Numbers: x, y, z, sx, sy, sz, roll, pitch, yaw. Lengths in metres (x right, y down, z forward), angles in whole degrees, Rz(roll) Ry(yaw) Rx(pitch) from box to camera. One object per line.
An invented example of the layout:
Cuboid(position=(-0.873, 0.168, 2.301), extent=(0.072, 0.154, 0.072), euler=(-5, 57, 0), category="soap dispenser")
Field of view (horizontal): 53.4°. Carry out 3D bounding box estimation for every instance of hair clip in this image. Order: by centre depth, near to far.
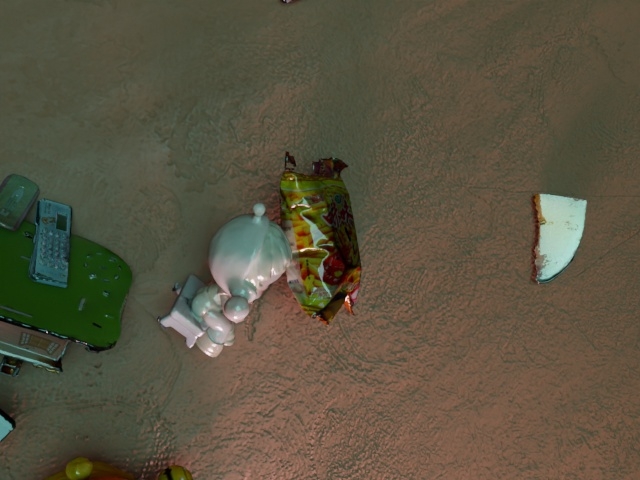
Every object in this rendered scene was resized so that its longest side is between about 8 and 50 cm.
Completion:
Cuboid(position=(-0.474, -0.057, 0.974), extent=(0.054, 0.137, 0.022), euler=(27, 117, -22), category="hair clip")

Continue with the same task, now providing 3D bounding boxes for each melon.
Cuboid(position=(0.481, -0.002, 1.294), extent=(0.098, 0.054, 0.182), euler=(3, 86, -11), category="melon")

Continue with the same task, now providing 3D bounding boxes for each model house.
Cuboid(position=(-0.460, 0.089, 0.970), extent=(0.294, 0.207, 0.154), euler=(25, 124, -23), category="model house")

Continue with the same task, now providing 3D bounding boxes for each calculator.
Cuboid(position=(-0.411, 0.000, 0.973), extent=(0.057, 0.172, 0.018), euler=(20, 125, -33), category="calculator")

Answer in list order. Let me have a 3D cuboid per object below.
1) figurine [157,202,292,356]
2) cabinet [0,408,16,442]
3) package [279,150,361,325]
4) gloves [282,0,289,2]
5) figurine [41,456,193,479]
Cuboid(position=(-0.137, 0.048, 1.002), extent=(0.144, 0.182, 0.257), euler=(43, 110, 6), category="figurine")
Cuboid(position=(-0.579, 0.256, 0.896), extent=(0.215, 0.148, 0.175), euler=(46, 63, -11), category="cabinet")
Cuboid(position=(-0.003, -0.001, 1.080), extent=(0.108, 0.223, 0.288), euler=(-12, 87, 20), category="package")
Cuboid(position=(-0.043, -0.473, 1.165), extent=(0.086, 0.026, 0.064), euler=(-29, 94, -16), category="gloves")
Cuboid(position=(-0.325, 0.465, 0.948), extent=(0.320, 0.196, 0.323), euler=(-47, 111, -7), category="figurine")
